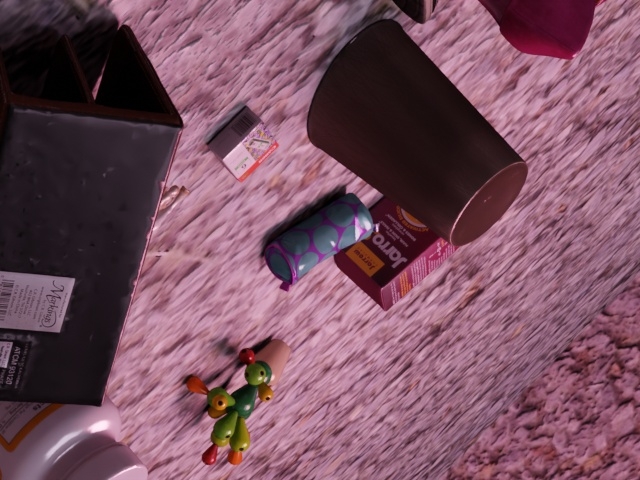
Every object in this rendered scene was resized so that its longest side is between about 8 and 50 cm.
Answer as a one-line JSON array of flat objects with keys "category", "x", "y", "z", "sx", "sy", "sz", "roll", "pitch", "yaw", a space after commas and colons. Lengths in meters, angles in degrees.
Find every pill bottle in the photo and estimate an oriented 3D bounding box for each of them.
[{"category": "pill bottle", "x": -0.288, "y": 0.178, "z": 1.635, "sx": 0.136, "sy": 0.246, "sz": 0.136, "roll": -38, "pitch": 157, "yaw": -19}]

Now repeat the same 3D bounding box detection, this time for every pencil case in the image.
[{"category": "pencil case", "x": 0.000, "y": 0.000, "z": 2.086, "sx": 0.152, "sy": 0.064, "sz": 0.070, "roll": -32, "pitch": 129, "yaw": -31}]

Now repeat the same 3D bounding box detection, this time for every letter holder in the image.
[{"category": "letter holder", "x": -0.255, "y": -0.036, "z": 1.465, "sx": 0.152, "sy": 0.214, "sz": 0.302, "roll": 6, "pitch": 121, "yaw": -24}]

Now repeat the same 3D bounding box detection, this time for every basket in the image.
[{"category": "basket", "x": 0.117, "y": -0.111, "z": 1.887, "sx": 0.154, "sy": 0.227, "sz": 0.204, "roll": -32, "pitch": 155, "yaw": -31}]

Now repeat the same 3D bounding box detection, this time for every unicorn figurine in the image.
[{"category": "unicorn figurine", "x": -0.195, "y": -0.026, "z": 1.697, "sx": 0.111, "sy": 0.060, "sz": 0.162, "roll": -47, "pitch": 158, "yaw": 2}]

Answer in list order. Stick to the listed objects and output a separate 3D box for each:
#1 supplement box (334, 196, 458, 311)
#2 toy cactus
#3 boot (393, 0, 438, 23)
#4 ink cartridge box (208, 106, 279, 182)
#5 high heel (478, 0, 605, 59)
[{"category": "supplement box", "x": 0.120, "y": -0.008, "z": 2.235, "sx": 0.188, "sy": 0.104, "sz": 0.081, "roll": -41, "pitch": 157, "yaw": -13}, {"category": "toy cactus", "x": -0.107, "y": 0.206, "z": 2.241, "sx": 0.180, "sy": 0.112, "sz": 0.219, "roll": -53, "pitch": 164, "yaw": -38}, {"category": "boot", "x": 0.141, "y": -0.348, "z": 1.701, "sx": 0.178, "sy": 0.085, "sz": 0.236, "roll": -40, "pitch": 152, "yaw": -15}, {"category": "ink cartridge box", "x": -0.081, "y": -0.100, "z": 1.816, "sx": 0.063, "sy": 0.029, "sz": 0.115, "roll": -45, "pitch": 158, "yaw": -3}, {"category": "high heel", "x": 0.326, "y": -0.286, "z": 2.017, "sx": 0.377, "sy": 0.181, "sz": 0.127, "roll": -18, "pitch": 145, "yaw": -49}]
